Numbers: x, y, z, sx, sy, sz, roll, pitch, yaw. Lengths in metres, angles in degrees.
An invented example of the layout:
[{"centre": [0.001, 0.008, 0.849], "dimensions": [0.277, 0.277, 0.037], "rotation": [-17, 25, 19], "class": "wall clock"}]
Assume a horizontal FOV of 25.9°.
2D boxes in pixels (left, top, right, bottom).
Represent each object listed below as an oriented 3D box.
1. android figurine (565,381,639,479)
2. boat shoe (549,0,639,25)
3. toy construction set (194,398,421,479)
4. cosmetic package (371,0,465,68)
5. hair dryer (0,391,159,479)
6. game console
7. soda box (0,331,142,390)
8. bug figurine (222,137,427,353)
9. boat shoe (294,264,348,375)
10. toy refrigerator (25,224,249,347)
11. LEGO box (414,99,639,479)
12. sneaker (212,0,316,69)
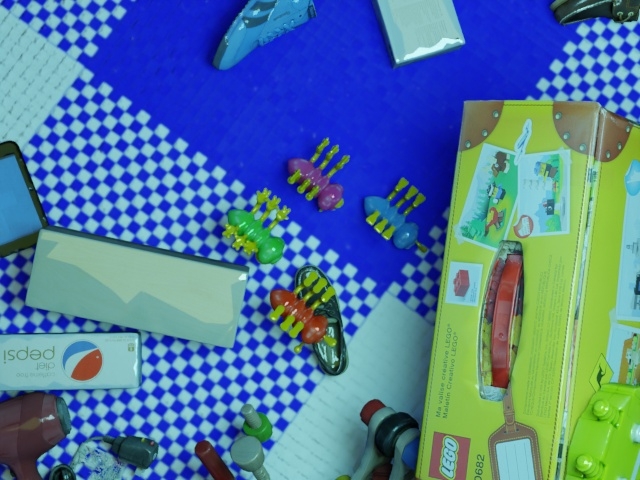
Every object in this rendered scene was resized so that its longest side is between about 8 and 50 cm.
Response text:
[{"centre": [0.350, 0.262, 1.548], "dimensions": [0.056, 0.273, 0.248], "rotation": [6, 64, 39], "class": "android figurine"}, {"centre": [0.412, -0.328, 1.866], "dimensions": [0.207, 0.073, 0.073], "rotation": [-23, 87, -4], "class": "boat shoe"}, {"centre": [0.013, 0.345, 1.755], "dimensions": [0.308, 0.237, 0.257], "rotation": [15, 59, 29], "class": "toy construction set"}, {"centre": [0.109, -0.358, 1.854], "dimensions": [0.098, 0.060, 0.239], "rotation": [-17, 89, -2], "class": "cosmetic package"}, {"centre": [-0.373, 0.306, 1.786], "dimensions": [0.293, 0.080, 0.224], "rotation": [25, 87, -2], "class": "hair dryer"}, {"centre": [-0.434, -0.048, 1.798], "dimensions": [0.085, 0.124, 0.144], "rotation": [-23, 88, 22], "class": "game console"}, {"centre": [-0.340, 0.156, 1.801], "dimensions": [0.216, 0.069, 0.074], "rotation": [-1, 88, -3], "class": "soda box"}, {"centre": [0.000, 0.000, 1.802], "dimensions": [0.216, 0.072, 0.279], "rotation": [46, 64, 0], "class": "bug figurine"}, {"centre": [0.006, 0.105, 1.833], "dimensions": [0.056, 0.049, 0.152], "rotation": [-19, 89, -5], "class": "boat shoe"}, {"centre": [-0.233, 0.058, 1.802], "dimensions": [0.269, 0.094, 0.102], "rotation": [11, 94, -2], "class": "toy refrigerator"}, {"centre": [0.318, 0.113, 1.683], "dimensions": [0.193, 0.372, 0.500], "rotation": [5, 85, 41], "class": "LEGO box"}, {"centre": [-0.058, -0.297, 1.838], "dimensions": [0.082, 0.069, 0.209], "rotation": [39, 86, -5], "class": "sneaker"}]
